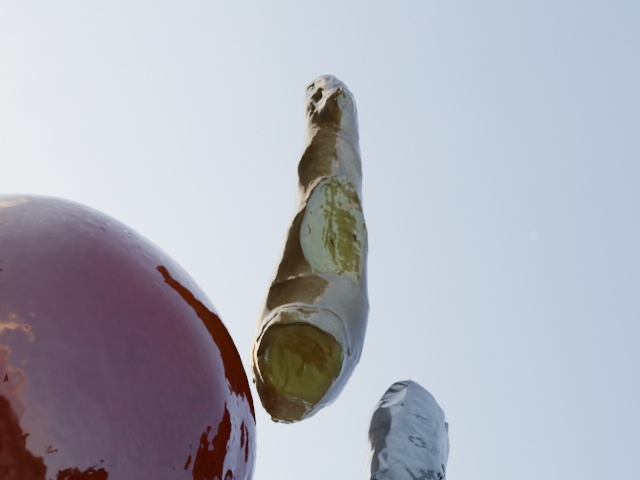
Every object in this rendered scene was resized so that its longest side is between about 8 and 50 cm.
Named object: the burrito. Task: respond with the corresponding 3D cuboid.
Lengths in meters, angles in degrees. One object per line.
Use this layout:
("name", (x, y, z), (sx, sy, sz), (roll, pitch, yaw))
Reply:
("burrito", (0.055, 0.146, 0.726), (0.064, 0.203, 0.064), (1, -77, 6))

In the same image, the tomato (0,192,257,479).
("tomato", (-0.200, 0.121, 0.675), (0.321, 0.321, 0.321), (27, -51, 38))

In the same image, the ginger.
("ginger", (0.000, 0.000, 0.862), (0.086, 0.294, 0.131), (3, -24, 6))
